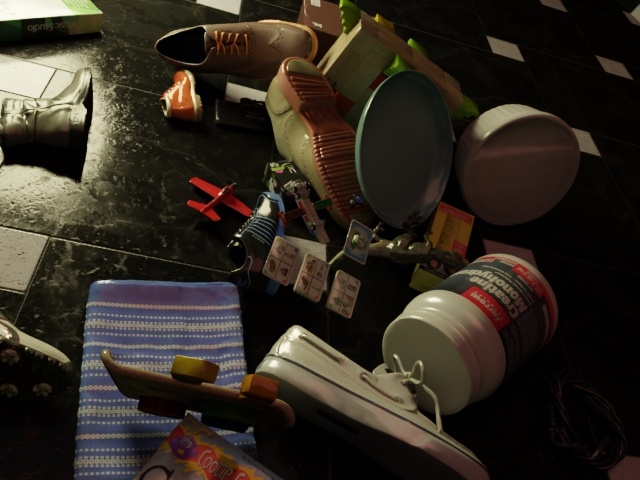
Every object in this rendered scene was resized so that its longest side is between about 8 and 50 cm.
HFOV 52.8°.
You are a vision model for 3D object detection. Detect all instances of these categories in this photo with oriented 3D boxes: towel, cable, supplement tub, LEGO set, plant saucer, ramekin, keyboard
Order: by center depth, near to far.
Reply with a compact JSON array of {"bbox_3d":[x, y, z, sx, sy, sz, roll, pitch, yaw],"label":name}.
[{"bbox_3d":[-0.220,0.191,0.939,0.243,0.040,0.336,4,45,-19],"label":"towel"},{"bbox_3d":[0.252,0.150,1.075,0.272,0.191,0.191,-25,60,-40],"label":"supplement tub"},{"bbox_3d":[0.459,0.301,1.118,0.150,0.047,0.184,20,41,-4],"label":"cable"},{"bbox_3d":[0.000,0.000,1.163,0.182,0.060,0.244,29,59,-19],"label":"LEGO set"},{"bbox_3d":[0.168,-0.183,1.314,0.043,0.318,0.317,10,27,43],"label":"plant saucer"},{"bbox_3d":[0.426,-0.179,1.446,0.272,0.273,0.127,8,32,-16],"label":"ramekin"},{"bbox_3d":[-0.152,-0.285,1.473,0.180,0.023,0.108,8,50,-18],"label":"keyboard"}]

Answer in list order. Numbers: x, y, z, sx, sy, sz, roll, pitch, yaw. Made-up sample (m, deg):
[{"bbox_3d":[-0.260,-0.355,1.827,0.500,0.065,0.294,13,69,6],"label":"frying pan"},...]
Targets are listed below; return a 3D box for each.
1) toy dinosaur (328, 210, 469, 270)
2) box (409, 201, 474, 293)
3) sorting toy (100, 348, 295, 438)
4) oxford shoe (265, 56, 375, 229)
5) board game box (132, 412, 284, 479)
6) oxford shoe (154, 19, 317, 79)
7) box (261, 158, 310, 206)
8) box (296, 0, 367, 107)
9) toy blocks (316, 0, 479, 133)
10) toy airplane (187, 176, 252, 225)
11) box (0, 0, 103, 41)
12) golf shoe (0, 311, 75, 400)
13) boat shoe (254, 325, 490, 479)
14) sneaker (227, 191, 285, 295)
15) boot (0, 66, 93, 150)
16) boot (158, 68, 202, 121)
[{"bbox_3d":[0.144,0.006,1.220,0.268,0.064,0.118,-1,43,8],"label":"toy dinosaur"},{"bbox_3d":[0.249,0.020,1.307,0.087,0.058,0.232,25,42,4],"label":"box"},{"bbox_3d":[-0.145,0.186,0.752,0.229,0.307,0.041,18,67,-5],"label":"sorting toy"},{"bbox_3d":[-0.003,-0.185,1.362,0.140,0.146,0.397,-8,69,-38],"label":"oxford shoe"},{"bbox_3d":[-0.178,0.354,0.691,0.144,0.142,0.275,32,48,9],"label":"board game box"},{"bbox_3d":[-0.189,-0.421,1.430,0.363,0.130,0.133,-1,11,15],"label":"oxford shoe"},{"bbox_3d":[-0.070,-0.117,1.311,0.062,0.052,0.083,-13,54,-32],"label":"box"},{"bbox_3d":[0.012,-0.450,1.578,0.167,0.203,0.168,12,44,-13],"label":"box"},{"bbox_3d":[0.126,-0.322,1.468,0.381,0.261,0.191,29,37,-21],"label":"toy blocks"},{"bbox_3d":[-0.199,-0.077,1.231,0.151,0.028,0.151,13,43,-13],"label":"toy airplane"},{"bbox_3d":[-0.701,-0.543,1.471,0.322,0.058,0.232,-23,59,-37],"label":"box"},{"bbox_3d":[-0.450,0.123,0.863,0.272,0.105,0.120,20,35,-5],"label":"golf shoe"},{"bbox_3d":[0.094,0.233,0.959,0.367,0.136,0.156,26,55,13],"label":"boat shoe"},{"bbox_3d":[-0.118,-0.008,1.156,0.090,0.081,0.232,15,43,-20],"label":"sneaker"},{"bbox_3d":[-0.529,-0.265,1.246,0.161,0.083,0.247,2,44,-14],"label":"boot"},{"bbox_3d":[-0.315,-0.323,1.414,0.084,0.059,0.158,-5,50,-21],"label":"boot"}]
